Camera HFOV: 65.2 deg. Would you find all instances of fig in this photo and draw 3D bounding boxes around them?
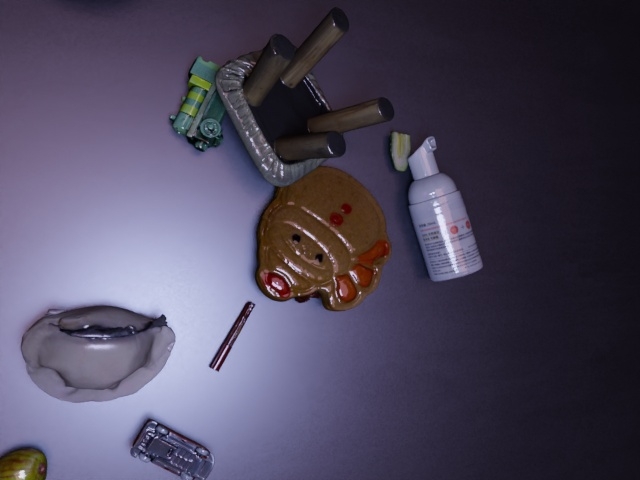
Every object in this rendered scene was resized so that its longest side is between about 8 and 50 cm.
[{"bbox_3d":[-0.615,0.457,0.953,0.166,0.093,0.093,-8,89,-22],"label":"fig"}]

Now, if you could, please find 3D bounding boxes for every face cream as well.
[{"bbox_3d":[0.312,-0.086,1.340,0.146,0.145,0.369,-18,92,-22],"label":"face cream"}]

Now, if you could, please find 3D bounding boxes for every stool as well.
[{"bbox_3d":[-0.028,-0.320,1.128,0.310,0.226,0.310,-44,110,-42],"label":"stool"}]

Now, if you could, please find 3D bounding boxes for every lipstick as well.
[{"bbox_3d":[-0.205,0.222,1.171,0.027,0.027,0.176,33,74,-17],"label":"lipstick"}]

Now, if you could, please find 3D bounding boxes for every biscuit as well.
[{"bbox_3d":[0.000,0.000,1.218,0.359,0.074,0.381,43,62,-3],"label":"biscuit"}]

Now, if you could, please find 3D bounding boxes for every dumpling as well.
[{"bbox_3d":[-0.438,0.234,1.008,0.293,0.163,0.204,12,77,-33],"label":"dumpling"}]

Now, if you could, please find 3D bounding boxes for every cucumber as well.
[{"bbox_3d":[0.211,-0.240,1.369,0.067,0.035,0.107,2,90,-33],"label":"cucumber"}]

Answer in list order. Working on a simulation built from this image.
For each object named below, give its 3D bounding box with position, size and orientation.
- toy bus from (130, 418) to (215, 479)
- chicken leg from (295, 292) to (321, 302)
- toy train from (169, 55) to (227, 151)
[{"bbox_3d":[-0.316,0.453,1.079,0.174,0.077,0.079,35,74,-16],"label":"toy bus"},{"bbox_3d":[0.009,0.091,1.254,0.219,0.048,0.089,-23,98,-22],"label":"chicken leg"},{"bbox_3d":[-0.267,-0.311,1.163,0.132,0.083,0.200,25,77,-7],"label":"toy train"}]
